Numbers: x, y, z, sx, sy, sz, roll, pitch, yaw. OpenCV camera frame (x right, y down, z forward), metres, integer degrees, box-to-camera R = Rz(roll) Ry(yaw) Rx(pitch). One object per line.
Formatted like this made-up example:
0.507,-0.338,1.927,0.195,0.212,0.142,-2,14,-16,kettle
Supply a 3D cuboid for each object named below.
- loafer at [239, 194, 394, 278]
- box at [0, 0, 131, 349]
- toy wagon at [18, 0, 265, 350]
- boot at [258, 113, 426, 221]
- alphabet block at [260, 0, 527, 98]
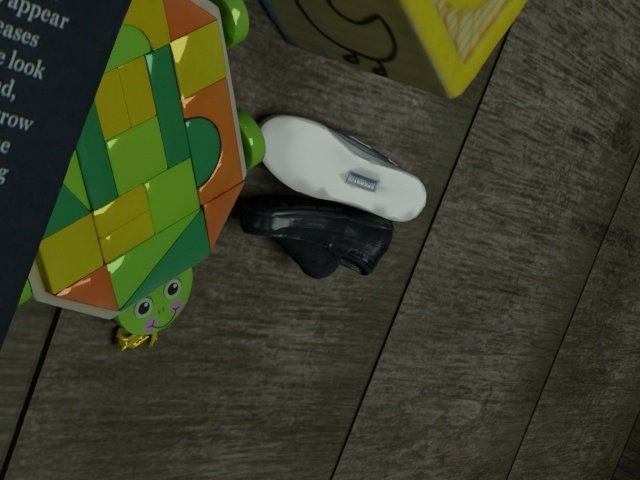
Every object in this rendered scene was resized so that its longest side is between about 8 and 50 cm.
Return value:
0.000,0.000,1.007,0.223,0.076,0.078,8,96,-55,loafer
-0.290,-0.052,0.456,0.212,0.293,0.396,15,98,-53,box
-0.153,-0.045,0.807,0.267,0.068,0.344,-34,133,-33,toy wagon
0.010,-0.075,0.994,0.190,0.086,0.069,25,99,-25,boot
0.058,-0.264,0.828,0.193,0.197,0.192,-55,141,-11,alphabet block
